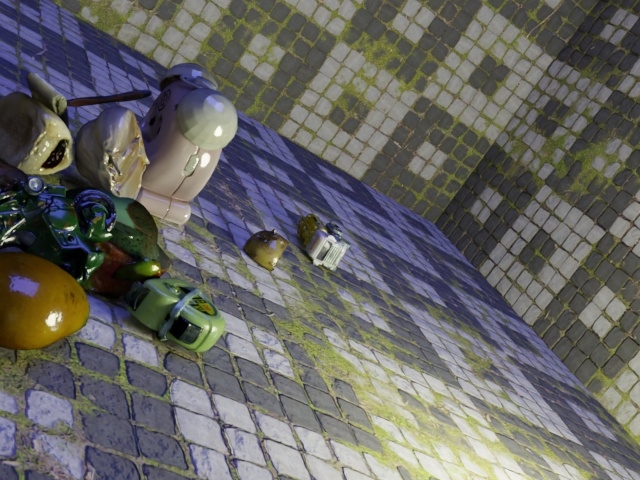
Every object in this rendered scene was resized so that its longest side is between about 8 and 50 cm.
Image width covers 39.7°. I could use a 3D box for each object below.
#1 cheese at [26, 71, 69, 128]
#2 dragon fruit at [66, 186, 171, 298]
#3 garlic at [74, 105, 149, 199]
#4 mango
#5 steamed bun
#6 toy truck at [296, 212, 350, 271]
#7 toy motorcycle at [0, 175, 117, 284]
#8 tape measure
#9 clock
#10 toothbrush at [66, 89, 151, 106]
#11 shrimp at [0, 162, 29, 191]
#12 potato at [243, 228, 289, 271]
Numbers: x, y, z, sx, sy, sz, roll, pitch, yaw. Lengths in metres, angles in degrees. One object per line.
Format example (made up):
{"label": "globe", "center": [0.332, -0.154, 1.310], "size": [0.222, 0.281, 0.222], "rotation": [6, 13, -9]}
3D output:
{"label": "cheese", "center": [-0.581, -0.277, 1.916], "size": [0.085, 0.034, 0.400], "rotation": [34, -13, -7]}
{"label": "dragon fruit", "center": [-0.387, -0.001, 1.605], "size": [0.268, 0.130, 0.295], "rotation": [46, 16, 22]}
{"label": "garlic", "center": [-0.459, -0.178, 1.895], "size": [0.143, 0.229, 0.178], "rotation": [12, 35, 3]}
{"label": "mango", "center": [-0.413, 0.083, 1.250], "size": [0.151, 0.120, 0.221], "rotation": [40, 7, 5]}
{"label": "steamed bun", "center": [-0.578, -0.206, 1.820], "size": [0.172, 0.141, 0.155], "rotation": [38, 3, 29]}
{"label": "toy truck", "center": [0.000, 0.000, 2.597], "size": [0.114, 0.098, 0.227], "rotation": [26, 13, -20]}
{"label": "toy motorcycle", "center": [-0.456, -0.003, 1.398], "size": [0.275, 0.187, 0.125], "rotation": [8, -15, -32]}
{"label": "tape measure", "center": [-0.244, 0.130, 1.557], "size": [0.154, 0.087, 0.177], "rotation": [37, 11, 11]}
{"label": "clock", "center": [-0.340, -0.246, 2.123], "size": [0.184, 0.325, 0.342], "rotation": [24, 18, -35]}
{"label": "toothbrush", "center": [-0.565, -0.332, 2.123], "size": [0.321, 0.023, 0.031], "rotation": [-12, 40, -13]}
{"label": "shrimp", "center": [-0.572, -0.094, 1.600], "size": [0.117, 0.066, 0.262], "rotation": [8, 12, -33]}
{"label": "potato", "center": [-0.129, 0.005, 2.273], "size": [0.101, 0.089, 0.172], "rotation": [33, 15, 1]}
